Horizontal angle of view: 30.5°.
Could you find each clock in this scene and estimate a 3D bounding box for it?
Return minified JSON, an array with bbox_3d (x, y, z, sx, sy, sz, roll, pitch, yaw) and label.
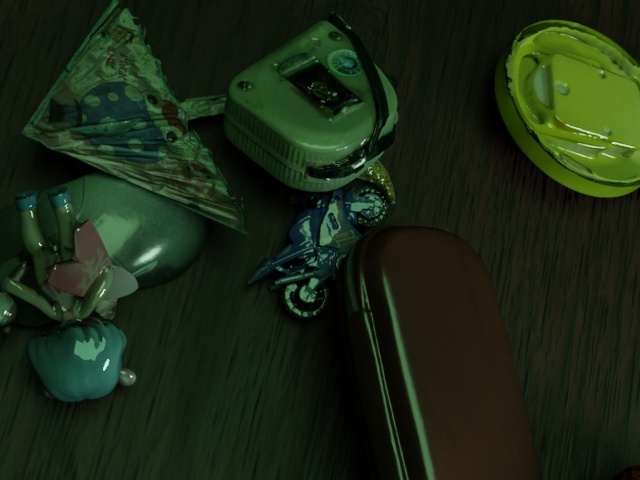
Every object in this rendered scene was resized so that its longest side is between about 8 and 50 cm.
[{"bbox_3d":[0.372,-0.183,1.678,0.293,0.071,0.277,21,55,-17],"label":"clock"}]

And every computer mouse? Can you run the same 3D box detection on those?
[{"bbox_3d":[-0.300,0.008,1.414,0.379,0.090,0.167,-28,80,-21],"label":"computer mouse"}]

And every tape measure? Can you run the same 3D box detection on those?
[{"bbox_3d":[0.013,-0.178,1.503,0.207,0.115,0.235,37,55,21],"label":"tape measure"}]

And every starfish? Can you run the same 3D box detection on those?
[{"bbox_3d":[0.021,-0.128,1.580,0.223,0.050,0.217,-33,74,-28],"label":"starfish"}]

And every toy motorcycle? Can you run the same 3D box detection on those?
[{"bbox_3d":[0.000,0.000,1.501,0.114,0.076,0.205,35,76,-2],"label":"toy motorcycle"}]

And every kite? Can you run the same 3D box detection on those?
[{"bbox_3d":[-0.207,-0.156,1.487,0.368,0.014,0.406,-13,62,-36],"label":"kite"}]

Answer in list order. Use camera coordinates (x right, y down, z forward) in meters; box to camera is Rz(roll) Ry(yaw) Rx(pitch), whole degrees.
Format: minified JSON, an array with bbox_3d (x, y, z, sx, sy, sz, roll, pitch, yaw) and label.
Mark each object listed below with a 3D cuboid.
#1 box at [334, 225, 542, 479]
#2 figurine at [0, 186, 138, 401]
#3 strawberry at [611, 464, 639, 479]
[{"bbox_3d":[0.142,0.177,1.423,0.263,0.108,0.404,6,67,-47],"label":"box"},{"bbox_3d":[-0.308,0.070,1.324,0.205,0.103,0.260,-11,113,-8],"label":"figurine"},{"bbox_3d":[0.464,0.394,1.421,0.238,0.250,0.288,-23,54,-16],"label":"strawberry"}]
